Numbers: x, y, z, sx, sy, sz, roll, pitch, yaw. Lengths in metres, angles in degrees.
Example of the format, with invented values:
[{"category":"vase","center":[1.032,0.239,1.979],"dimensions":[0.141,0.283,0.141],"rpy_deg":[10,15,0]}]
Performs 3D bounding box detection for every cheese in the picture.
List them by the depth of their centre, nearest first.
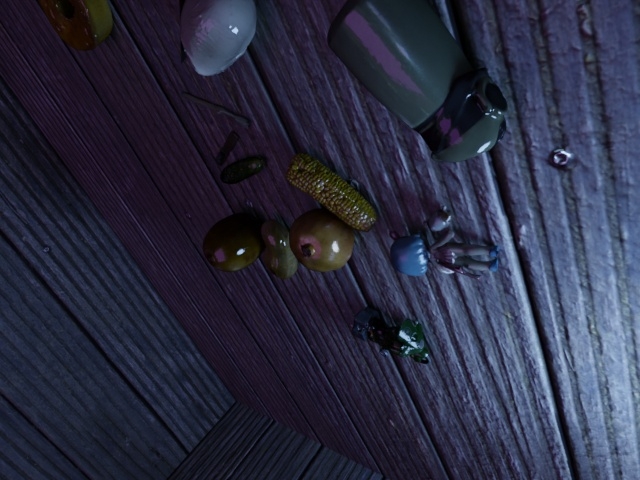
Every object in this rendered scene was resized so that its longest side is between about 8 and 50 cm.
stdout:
[{"category":"cheese","center":[-0.232,-0.497,0.916],"dimensions":[0.188,0.198,0.154],"rpy_deg":[-20,145,37]}]

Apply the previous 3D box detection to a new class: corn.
[{"category":"corn","center":[0.028,-0.126,1.082],"dimensions":[0.291,0.101,0.101],"rpy_deg":[40,144,10]}]

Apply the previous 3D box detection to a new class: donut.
[{"category":"donut","center":[-0.774,-0.749,1.282],"dimensions":[0.277,0.108,0.278],"rpy_deg":[26,140,25]}]

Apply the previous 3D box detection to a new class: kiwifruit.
[{"category":"kiwifruit","center":[-0.305,0.010,1.439],"dimensions":[0.195,0.234,0.196],"rpy_deg":[23,136,24]}]

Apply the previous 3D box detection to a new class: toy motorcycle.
[{"category":"toy motorcycle","center":[0.219,0.299,1.286],"dimensions":[0.274,0.125,0.187],"rpy_deg":[20,146,32]}]

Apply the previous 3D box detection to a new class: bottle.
[{"category":"bottle","center":[0.180,-0.289,0.717],"dimensions":[0.347,0.168,0.168],"rpy_deg":[46,145,-6]}]

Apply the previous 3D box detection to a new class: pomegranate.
[{"category":"pomegranate","center":[0.001,0.001,1.161],"dimensions":[0.191,0.191,0.191],"rpy_deg":[27,140,25]}]

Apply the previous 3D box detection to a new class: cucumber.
[{"category":"cucumber","center":[-0.252,-0.227,1.301],"dimensions":[0.227,0.069,0.069],"rpy_deg":[-9,118,45]}]

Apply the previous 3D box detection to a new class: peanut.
[{"category":"peanut","center":[-0.148,0.032,1.407],"dimensions":[0.120,0.110,0.237],"rpy_deg":[21,136,44]}]

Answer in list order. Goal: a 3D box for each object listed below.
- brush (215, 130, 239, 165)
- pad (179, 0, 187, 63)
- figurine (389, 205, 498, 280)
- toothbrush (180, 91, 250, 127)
[{"category":"brush","center":[-0.315,-0.295,1.327],"dimensions":[0.034,0.027,0.190],"rpy_deg":[49,144,-7]},{"category":"pad","center":[-0.307,-0.563,0.961],"dimensions":[0.003,0.158,0.235],"rpy_deg":[16,143,-7]},{"category":"figurine","center":[0.284,0.021,0.963],"dimensions":[0.259,0.103,0.206],"rpy_deg":[5,131,30]},{"category":"toothbrush","center":[-0.326,-0.405,1.234],"dimensions":[0.294,0.026,0.028],"rpy_deg":[31,157,20]}]
